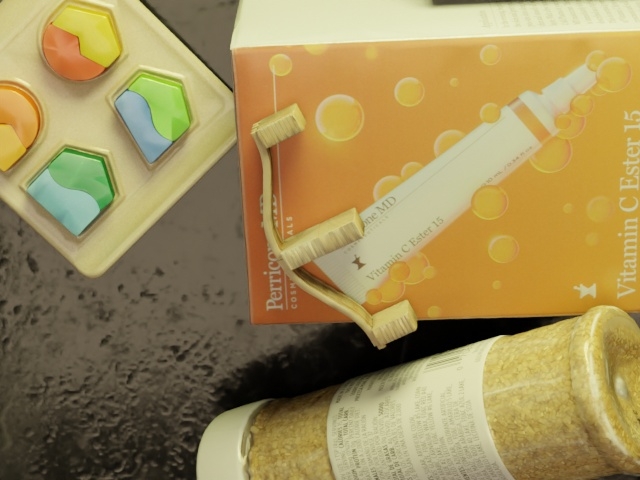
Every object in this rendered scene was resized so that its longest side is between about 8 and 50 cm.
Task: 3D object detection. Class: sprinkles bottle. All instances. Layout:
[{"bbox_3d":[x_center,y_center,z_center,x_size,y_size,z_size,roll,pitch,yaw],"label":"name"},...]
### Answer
[{"bbox_3d":[0.075,0.148,1.183,0.355,0.121,0.121,-19,102,33],"label":"sprinkles bottle"}]

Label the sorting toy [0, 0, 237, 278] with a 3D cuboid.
[{"bbox_3d":[-0.190,-0.100,1.250,0.193,0.038,0.208,-44,98,9],"label":"sorting toy"}]

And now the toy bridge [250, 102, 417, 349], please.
[{"bbox_3d":[0.000,0.000,1.093,0.063,0.026,0.188,-25,111,13],"label":"toy bridge"}]

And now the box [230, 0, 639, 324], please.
[{"bbox_3d":[0.115,-0.072,1.168,0.345,0.168,0.215,-2,113,2],"label":"box"}]
